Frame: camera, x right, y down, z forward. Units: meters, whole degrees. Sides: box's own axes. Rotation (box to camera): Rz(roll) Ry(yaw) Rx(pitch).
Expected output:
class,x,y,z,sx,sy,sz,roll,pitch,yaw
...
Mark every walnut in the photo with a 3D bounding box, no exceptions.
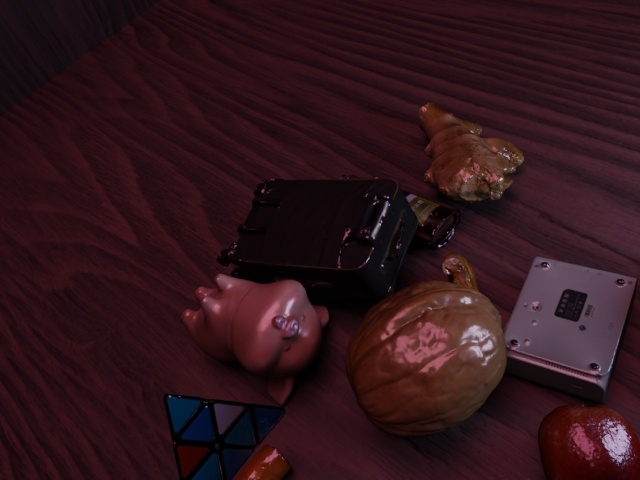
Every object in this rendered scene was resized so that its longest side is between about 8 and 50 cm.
class,x,y,z,sx,sy,sz,roll,pitch,yaw
walnut,0.197,0.212,1.167,0.313,0.277,0.252,-33,86,-2

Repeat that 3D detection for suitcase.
class,x,y,z,sx,sy,sz,roll,pitch,yaw
suitcase,0.000,0.000,1.440,0.433,0.194,0.283,1,54,36

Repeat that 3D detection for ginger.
class,x,y,z,sx,sy,sz,roll,pitch,yaw
ginger,0.367,-0.238,1.560,0.236,0.166,0.376,-16,53,19

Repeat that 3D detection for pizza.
class,x,y,z,sx,sy,sz,roll,pitch,yaw
pizza,0.303,0.101,1.327,0.062,0.182,0.161,-25,87,15

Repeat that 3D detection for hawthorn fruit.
class,x,y,z,sx,sy,sz,roll,pitch,yaw
hawthorn fruit,0.439,0.364,1.023,0.169,0.169,0.188,-8,52,14

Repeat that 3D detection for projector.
class,x,y,z,sx,sy,sz,roll,pitch,yaw
projector,0.476,0.161,1.213,0.198,0.108,0.250,15,58,31

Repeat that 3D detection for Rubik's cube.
class,x,y,z,sx,sy,sz,roll,pitch,yaw
Rubik's cube,-0.289,0.361,1.291,0.234,0.250,0.284,14,60,52

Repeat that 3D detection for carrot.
class,x,y,z,sx,sy,sz,roll,pitch,yaw
carrot,-0.149,0.479,1.197,0.205,0.072,0.072,-41,50,-13

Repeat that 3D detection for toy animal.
class,x,y,z,sx,sy,sz,roll,pitch,yaw
toy animal,-0.143,0.186,1.341,0.326,0.269,0.237,-19,42,59

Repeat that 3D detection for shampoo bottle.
class,x,y,z,sx,sy,sz,roll,pitch,yaw
shampoo bottle,0.176,-0.084,1.546,0.323,0.084,0.129,28,63,36
